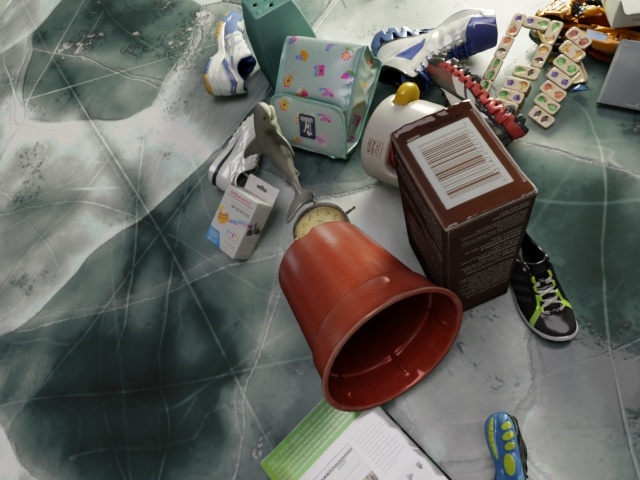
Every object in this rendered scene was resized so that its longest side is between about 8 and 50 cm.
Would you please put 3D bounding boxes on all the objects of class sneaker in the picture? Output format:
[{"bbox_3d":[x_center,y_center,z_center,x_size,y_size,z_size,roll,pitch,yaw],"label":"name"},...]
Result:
[{"bbox_3d":[-0.247,-0.548,1.374,0.131,0.112,0.296,6,71,5],"label":"sneaker"},{"bbox_3d":[0.394,0.075,0.858,0.084,0.097,0.235,-23,60,5],"label":"sneaker"},{"bbox_3d":[-0.191,-0.223,1.201,0.095,0.090,0.235,26,77,13],"label":"sneaker"},{"bbox_3d":[0.276,-0.442,1.151,0.315,0.127,0.182,-3,67,23],"label":"sneaker"},{"bbox_3d":[0.312,0.375,0.747,0.067,0.078,0.188,-14,72,43],"label":"sneaker"},{"bbox_3d":[0.325,-0.299,1.041,0.276,0.097,0.135,48,116,11],"label":"sneaker"}]

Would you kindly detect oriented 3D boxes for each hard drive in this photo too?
[{"bbox_3d":[0.670,-0.354,0.995,0.094,0.022,0.135,22,109,25],"label":"hard drive"}]

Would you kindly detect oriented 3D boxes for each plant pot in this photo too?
[{"bbox_3d":[-0.105,-0.546,1.241,0.165,0.234,0.166,-30,60,1],"label":"plant pot"},{"bbox_3d":[0.063,0.115,0.845,0.272,0.272,0.265,-37,45,-4],"label":"plant pot"}]

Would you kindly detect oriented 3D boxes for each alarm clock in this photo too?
[{"bbox_3d":[0.000,0.000,1.033,0.129,0.064,0.192,14,67,22],"label":"alarm clock"}]

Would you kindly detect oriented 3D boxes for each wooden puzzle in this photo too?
[{"bbox_3d":[0.580,-0.390,1.088,0.078,0.014,0.116,-4,63,19],"label":"wooden puzzle"}]

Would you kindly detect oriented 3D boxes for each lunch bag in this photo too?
[{"bbox_3d":[0.004,-0.347,1.145,0.223,0.160,0.262,18,98,22],"label":"lunch bag"}]

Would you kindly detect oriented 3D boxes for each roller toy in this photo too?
[{"bbox_3d":[0.182,-0.214,1.010,0.146,0.209,0.191,27,80,27],"label":"roller toy"}]

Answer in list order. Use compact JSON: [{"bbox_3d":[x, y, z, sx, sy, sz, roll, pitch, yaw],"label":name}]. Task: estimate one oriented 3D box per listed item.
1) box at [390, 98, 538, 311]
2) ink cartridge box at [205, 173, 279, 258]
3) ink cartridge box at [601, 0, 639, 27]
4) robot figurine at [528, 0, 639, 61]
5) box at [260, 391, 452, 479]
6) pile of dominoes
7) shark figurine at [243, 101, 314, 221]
[{"bbox_3d":[0.235,-0.027,0.794,0.143,0.381,0.191,-23,61,2],"label":"box"},{"bbox_3d":[-0.183,-0.060,1.078,0.104,0.061,0.181,32,102,27],"label":"ink cartridge box"},{"bbox_3d":[0.683,-0.526,0.996,0.115,0.067,0.198,-1,59,13],"label":"ink cartridge box"},{"bbox_3d":[0.650,-0.511,1.084,0.291,0.085,0.211,30,70,27],"label":"robot figurine"},{"bbox_3d":[0.080,0.428,0.800,0.232,0.058,0.322,-44,62,-8],"label":"box"},{"bbox_3d":[0.482,-0.397,1.060,0.196,0.040,0.251,27,93,27],"label":"pile of dominoes"},{"bbox_3d":[-0.118,-0.196,1.106,0.116,0.278,0.166,-25,27,-2],"label":"shark figurine"}]
